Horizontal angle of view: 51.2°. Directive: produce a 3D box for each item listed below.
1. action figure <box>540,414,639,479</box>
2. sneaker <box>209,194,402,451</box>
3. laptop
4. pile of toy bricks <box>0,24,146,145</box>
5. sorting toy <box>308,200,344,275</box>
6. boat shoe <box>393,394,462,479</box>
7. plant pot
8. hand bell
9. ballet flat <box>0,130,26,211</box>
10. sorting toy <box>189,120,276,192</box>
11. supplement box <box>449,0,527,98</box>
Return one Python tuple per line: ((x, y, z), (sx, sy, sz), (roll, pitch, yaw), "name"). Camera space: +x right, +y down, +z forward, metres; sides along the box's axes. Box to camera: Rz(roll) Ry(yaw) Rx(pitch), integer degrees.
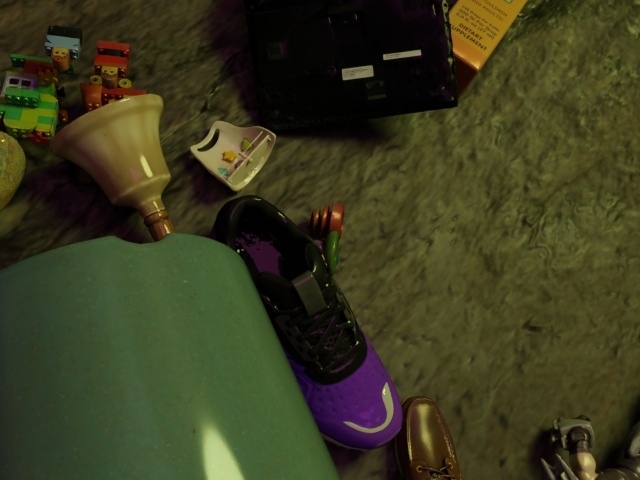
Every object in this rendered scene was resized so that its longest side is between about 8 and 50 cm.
((0.348, 0.238, 0.707), (0.285, 0.099, 0.185), (-37, 89, -18), "action figure")
((-0.017, 0.077, 0.654), (0.102, 0.146, 0.293), (-33, 80, -21), "sneaker")
((0.036, -0.276, 0.824), (0.235, 0.136, 0.264), (-7, 96, 8), "laptop")
((-0.292, -0.143, 0.686), (0.213, 0.118, 0.105), (3, 63, -10), "pile of toy bricks")
((0.000, 0.000, 0.734), (0.042, 0.061, 0.102), (7, 41, 5), "sorting toy")
((0.116, 0.243, 0.669), (0.064, 0.060, 0.177), (-1, 71, -13), "boat shoe")
((-0.131, 0.196, 0.508), (0.342, 0.341, 0.334), (-14, 65, -17), "plant pot")
((-0.165, -0.015, 0.694), (0.126, 0.126, 0.241), (-28, 90, -20), "hand bell")
((-0.423, 0.016, 0.598), (0.349, 0.123, 0.123), (-28, 79, -16), "ballet flat")
((-0.105, -0.101, 0.759), (0.075, 0.045, 0.083), (35, 67, 10), "sorting toy")
((0.215, -0.299, 0.879), (0.078, 0.080, 0.233), (34, 66, 1), "supplement box")
